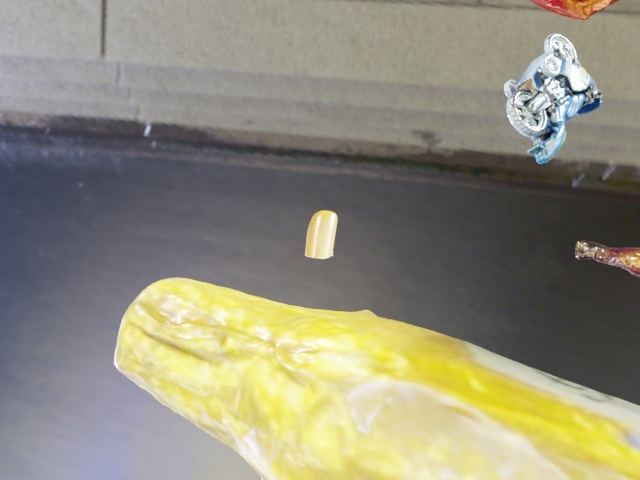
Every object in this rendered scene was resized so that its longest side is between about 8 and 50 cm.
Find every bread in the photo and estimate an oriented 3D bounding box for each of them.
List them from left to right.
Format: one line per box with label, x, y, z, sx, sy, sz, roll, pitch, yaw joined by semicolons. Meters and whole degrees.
bread;0.000;0.002;1.690;0.049;0.103;0.062;10;149;0

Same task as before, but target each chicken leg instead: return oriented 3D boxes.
chicken leg;0.412;0.034;1.190;0.205;0.053;0.093;23;173;5

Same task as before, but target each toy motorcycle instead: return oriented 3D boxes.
toy motorcycle;0.366;-0.220;1.542;0.135;0.254;0.092;46;140;-10

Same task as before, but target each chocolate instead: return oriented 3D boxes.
chocolate;0.068;0.131;0.582;0.445;0.162;0.162;22;155;21

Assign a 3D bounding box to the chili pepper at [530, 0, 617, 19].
chili pepper;0.103;-0.286;0.676;0.134;0.338;0.131;-45;145;15
